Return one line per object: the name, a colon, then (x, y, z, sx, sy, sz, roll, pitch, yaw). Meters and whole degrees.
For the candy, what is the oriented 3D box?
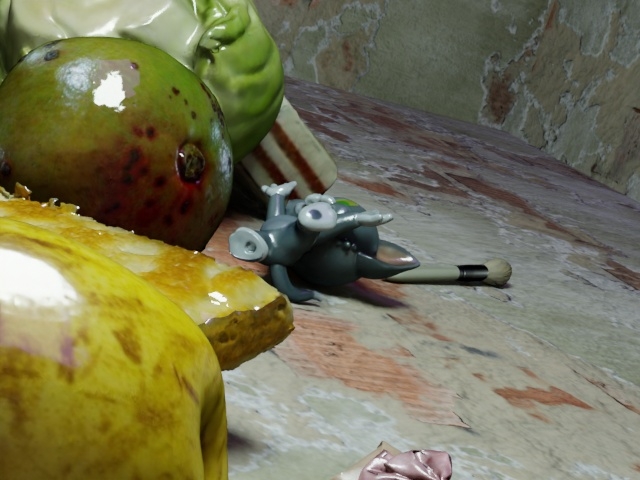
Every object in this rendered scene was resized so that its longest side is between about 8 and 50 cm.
candy: (-0.114, -0.164, 2.145, 0.179, 0.135, 0.321, 49, -7, -34)

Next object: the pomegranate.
pomegranate: (-0.247, -0.095, 1.556, 0.291, 0.290, 0.323, 9, 8, -35)

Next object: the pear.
pear: (-0.183, 0.118, 0.776, 0.281, 0.280, 0.281, 18, 13, -4)

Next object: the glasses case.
glasses case: (0.094, 0.221, 1.171, 0.193, 0.070, 0.102, 28, 17, 33)

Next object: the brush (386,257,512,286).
brush: (0.187, 0.051, 2.067, 0.039, 0.042, 0.299, 31, 21, 37)

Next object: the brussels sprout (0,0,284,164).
brussels sprout: (-0.267, -0.226, 1.888, 0.425, 0.361, 0.342, 31, 61, 18)

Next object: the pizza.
pizza: (-0.282, 0.043, 1.253, 0.440, 0.130, 0.406, -1, 21, -29)

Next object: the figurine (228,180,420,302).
figurine: (-0.001, 0.005, 1.770, 0.193, 0.140, 0.265, 0, 17, 27)
